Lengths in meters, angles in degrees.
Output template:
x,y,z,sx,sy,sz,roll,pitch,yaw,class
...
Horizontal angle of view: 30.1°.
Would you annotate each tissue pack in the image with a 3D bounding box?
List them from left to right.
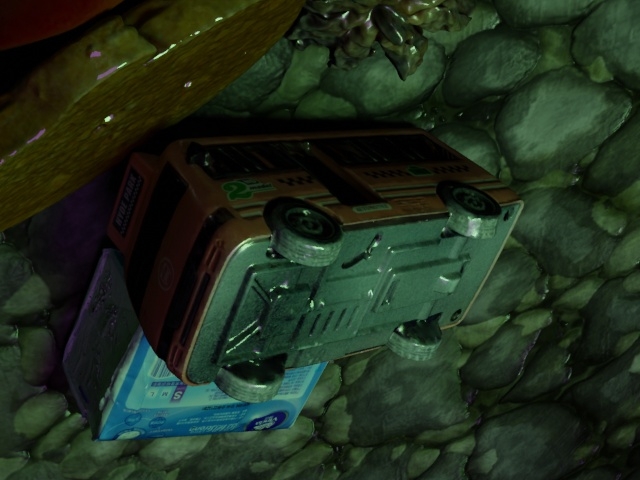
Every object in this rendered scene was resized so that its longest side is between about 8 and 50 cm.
x,y,z,sx,sy,sz,roll,pitch,yaw,class
-0.134,0.115,1.356,0.263,0.146,0.198,1,130,-36,tissue pack

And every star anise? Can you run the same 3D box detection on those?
x,y,z,sx,sy,sz,roll,pitch,yaw,class
0.062,-0.238,1.151,0.236,0.109,0.223,17,135,-43,star anise

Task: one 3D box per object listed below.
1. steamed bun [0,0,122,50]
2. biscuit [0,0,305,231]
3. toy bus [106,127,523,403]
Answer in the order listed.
x,y,z,sx,sy,sz,roll,pitch,yaw,class
-0.279,-0.262,0.843,0.379,0.248,0.235,-13,132,-24,steamed bun
-0.189,-0.131,1.030,0.394,0.070,0.350,-34,178,-11,biscuit
0.000,0.000,1.246,0.427,0.233,0.203,-7,131,-43,toy bus
